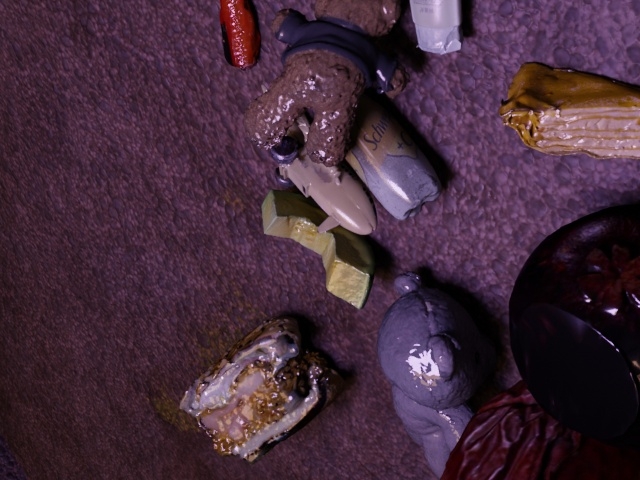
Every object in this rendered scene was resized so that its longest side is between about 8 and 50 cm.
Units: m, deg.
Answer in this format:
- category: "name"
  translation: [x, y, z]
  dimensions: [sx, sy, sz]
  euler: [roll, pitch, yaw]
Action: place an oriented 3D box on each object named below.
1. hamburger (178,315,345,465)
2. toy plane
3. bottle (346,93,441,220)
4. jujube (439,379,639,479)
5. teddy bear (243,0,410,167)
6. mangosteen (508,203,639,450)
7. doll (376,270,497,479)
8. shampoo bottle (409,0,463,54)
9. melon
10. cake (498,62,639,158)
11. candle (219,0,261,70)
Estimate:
- category: "hamburger"
  translation: [-0.088, 0.236, 1.709]
  dimensions: [0.288, 0.192, 0.168]
  euler: [-39, 94, 27]
- category: "toy plane"
  translation: [-0.010, -0.097, 1.399]
  dimensions: [0.244, 0.092, 0.229]
  euler: [57, 167, 22]
- category: "bottle"
  translation: [0.050, -0.148, 1.333]
  dimensions: [0.270, 0.083, 0.083]
  euler: [52, 143, 9]
- category: "jujube"
  translation: [0.257, 0.304, 1.252]
  dimensions: [0.216, 0.342, 0.216]
  euler: [22, 128, 31]
- category: "teddy bear"
  translation: [0.014, -0.203, 1.233]
  dimensions: [0.181, 0.129, 0.251]
  euler: [23, 102, -4]
- category: "mangosteen"
  translation: [0.334, 0.108, 1.109]
  dimensions: [0.287, 0.233, 0.288]
  euler: [33, 139, 34]
- category: "doll"
  translation: [0.173, 0.195, 1.452]
  dimensions: [0.246, 0.158, 0.340]
  euler: [-120, 7, -47]
- category: "shampoo bottle"
  translation: [0.125, -0.315, 1.151]
  dimensions: [0.072, 0.049, 0.212]
  euler: [16, 128, 36]
- category: "melon"
  translation: [0.000, 0.000, 1.478]
  dimensions: [0.209, 0.118, 0.064]
  euler: [33, 126, 7]
- category: "cake"
  translation: [0.289, -0.142, 1.125]
  dimensions: [0.184, 0.116, 0.080]
  euler: [-5, 125, 13]
- category: "candle"
  translation: [-0.113, -0.315, 1.414]
  dimensions: [0.053, 0.048, 0.162]
  euler: [-2, 123, 8]
